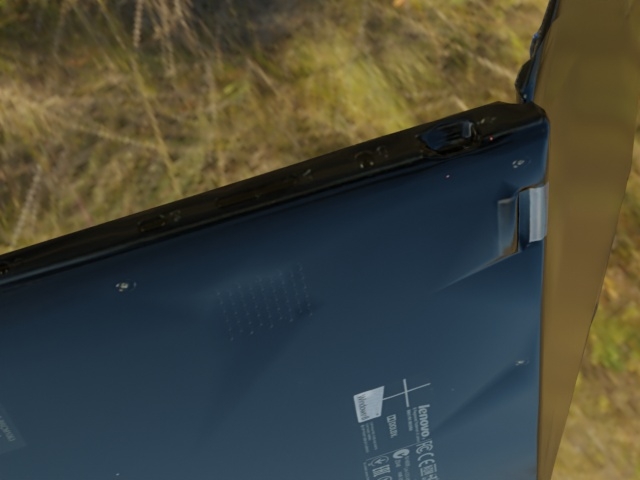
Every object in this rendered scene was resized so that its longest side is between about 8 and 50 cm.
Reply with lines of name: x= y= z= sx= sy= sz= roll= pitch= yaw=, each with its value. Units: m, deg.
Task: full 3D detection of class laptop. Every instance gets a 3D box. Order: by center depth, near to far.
laptop: x=0.000 y=0.000 z=0.641 sx=0.408 sy=0.236 sz=0.382 roll=-17 pitch=146 yaw=-4
